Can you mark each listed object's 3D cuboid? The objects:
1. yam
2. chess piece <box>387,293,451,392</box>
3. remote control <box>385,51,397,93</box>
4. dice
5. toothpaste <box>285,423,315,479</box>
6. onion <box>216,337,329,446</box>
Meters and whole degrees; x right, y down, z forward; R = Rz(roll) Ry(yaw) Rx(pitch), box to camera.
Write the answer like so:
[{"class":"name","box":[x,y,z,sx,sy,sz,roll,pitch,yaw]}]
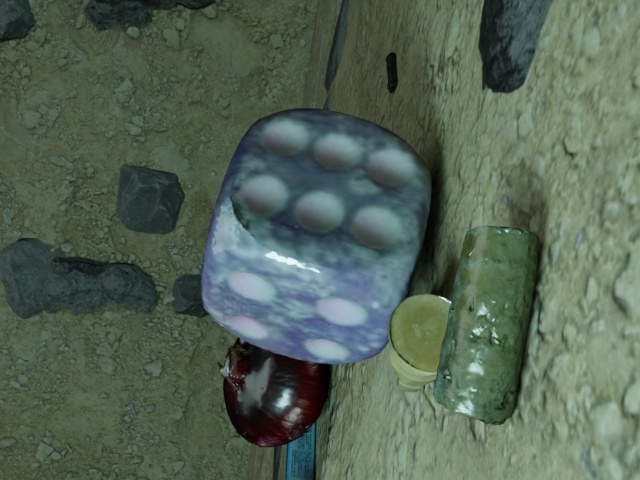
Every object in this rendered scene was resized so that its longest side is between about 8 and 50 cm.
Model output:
[{"class":"yam","box":[0.152,0.075,0.626,0.078,0.078,0.179,-152,69,-81]},{"class":"chess piece","box":[0.118,0.133,0.828,0.200,0.090,0.090,89,-175,-70]},{"class":"remote control","box":[0.134,-0.321,1.306,0.034,0.016,0.091,116,160,-50]},{"class":"dice","box":[-0.007,-0.002,0.964,0.271,0.270,0.270,106,180,-56]},{"class":"toothpaste","box":[-0.045,0.492,1.567,0.050,0.065,0.266,102,172,-52]},{"class":"onion","box":[-0.113,0.306,1.522,0.314,0.232,0.314,-25,57,46]}]
